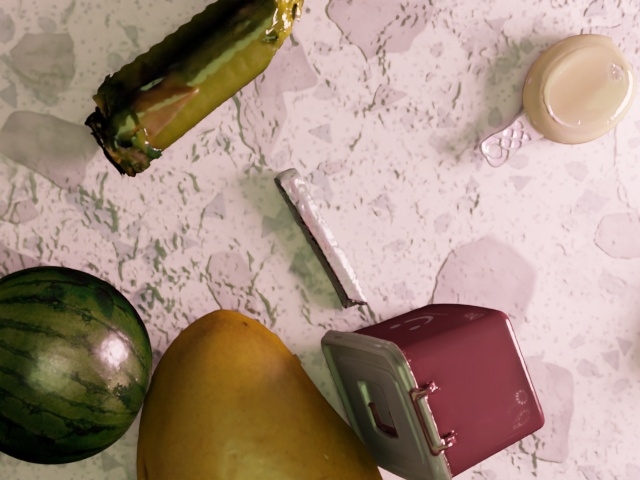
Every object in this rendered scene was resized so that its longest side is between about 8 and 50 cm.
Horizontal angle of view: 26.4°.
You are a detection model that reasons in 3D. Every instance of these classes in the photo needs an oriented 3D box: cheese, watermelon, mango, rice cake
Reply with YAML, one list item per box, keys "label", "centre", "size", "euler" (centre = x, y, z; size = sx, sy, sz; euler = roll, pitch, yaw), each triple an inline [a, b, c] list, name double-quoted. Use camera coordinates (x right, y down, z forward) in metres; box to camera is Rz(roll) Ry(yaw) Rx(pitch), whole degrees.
- label: "cheese"
  centre: [0.307, -0.174, 1.795]
  size: [0.227, 0.064, 0.137]
  euler: [-36, 96, -3]
- label: "watermelon"
  centre: [-0.325, 0.150, 1.646]
  size: [0.242, 0.242, 0.242]
  euler: [0, 94, -8]
- label: "mango"
  centre: [-0.075, 0.302, 1.699]
  size: [0.301, 0.220, 0.445]
  euler: [-14, 92, -4]
- label: "rice cake"
  centre: [0.001, 0.000, 1.780]
  size: [0.033, 0.033, 0.207]
  euler: [-31, 98, -14]

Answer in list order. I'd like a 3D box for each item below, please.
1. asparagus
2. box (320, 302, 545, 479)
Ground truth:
- label: "asparagus"
  centre: [-0.128, -0.235, 1.708]
  size: [0.382, 0.128, 0.108]
  euler: [-38, 134, -5]
- label: "box"
  centre: [0.138, 0.181, 1.691]
  size: [0.167, 0.294, 0.193]
  euler: [-21, 96, -17]
